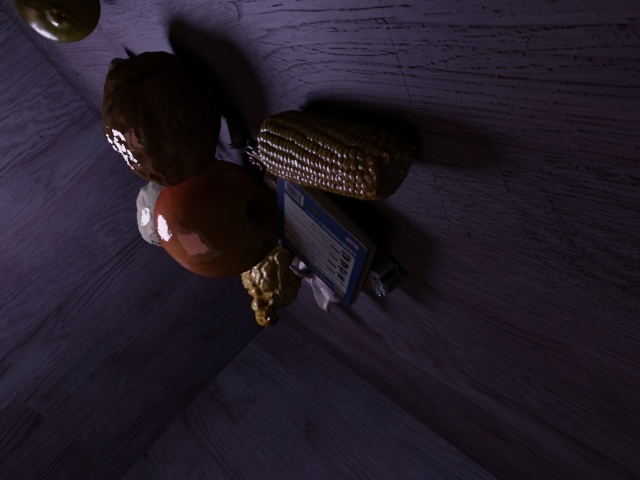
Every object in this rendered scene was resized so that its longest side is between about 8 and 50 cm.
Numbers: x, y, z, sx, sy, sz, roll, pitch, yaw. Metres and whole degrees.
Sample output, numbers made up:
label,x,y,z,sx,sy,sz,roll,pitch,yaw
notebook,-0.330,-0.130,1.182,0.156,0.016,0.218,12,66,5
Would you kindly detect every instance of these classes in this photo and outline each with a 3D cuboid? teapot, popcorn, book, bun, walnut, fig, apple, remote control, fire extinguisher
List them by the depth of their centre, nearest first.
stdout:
label,x,y,z,sx,sy,sz,roll,pitch,yaw
book,0.000,0.000,1.474,0.300,0.039,0.428,44,162,13
walnut,-0.398,-0.296,1.490,0.306,0.306,0.344,37,163,26
fig,-0.695,-0.628,1.528,0.230,0.207,0.207,34,163,33
fire extinguisher,-0.217,-0.278,1.536,0.064,0.043,0.158,1,164,-2
remote control,-0.089,-0.114,1.654,0.078,0.042,0.221,24,155,52
apple,-0.291,-0.063,1.730,0.364,0.364,0.364,41,166,13
teapot,0.001,0.107,1.832,0.208,0.166,0.300,47,-178,43
popcorn,-0.191,0.169,2.289,0.225,0.332,0.265,6,179,25
bun,-0.576,-0.144,2.358,0.211,0.360,0.360,45,168,29

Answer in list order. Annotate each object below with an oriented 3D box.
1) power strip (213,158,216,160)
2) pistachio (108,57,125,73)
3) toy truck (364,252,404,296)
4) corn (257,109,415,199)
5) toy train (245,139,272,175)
label,x,y,z,sx,sy,sz,roll,pitch,yaw
power strip,-0.457,-0.334,2.043,0.367,0.043,0.106,46,165,-7
pistachio,-0.589,-0.488,1.834,0.185,0.124,0.124,46,168,-35
toy truck,0.125,0.062,1.499,0.178,0.080,0.115,28,150,52
corn,0.011,-0.155,1.053,0.387,0.144,0.144,28,159,50
toy train,-0.096,-0.178,1.473,0.250,0.053,0.085,37,156,26
